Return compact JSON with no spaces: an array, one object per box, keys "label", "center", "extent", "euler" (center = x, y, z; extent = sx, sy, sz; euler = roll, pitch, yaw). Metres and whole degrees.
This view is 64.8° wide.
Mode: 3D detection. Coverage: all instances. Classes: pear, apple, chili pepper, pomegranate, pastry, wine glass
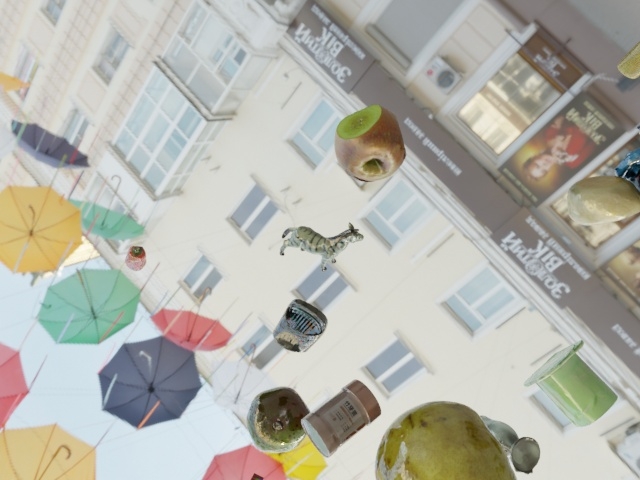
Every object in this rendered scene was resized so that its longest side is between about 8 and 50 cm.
[{"label":"pear","center":[0.258,0.512,1.078],"extent":[0.304,0.304,0.304],"euler":[31,-150,-21]},{"label":"apple","center":[0.100,-0.209,1.072],"extent":[0.163,0.147,0.147],"euler":[56,-157,-58]},{"label":"chili pepper","center":[-0.525,0.051,1.440],"extent":[0.059,0.191,0.050],"euler":[12,-115,-20]},{"label":"pomegranate","center":[-0.116,0.490,1.395],"extent":[0.180,0.180,0.209],"euler":[43,165,1]},{"label":"pastry","center":[0.645,-0.093,1.152],"extent":[0.156,0.157,0.092],"euler":[-61,-43,-61]},{"label":"wine glass","center":[0.531,0.585,1.468],"extent":[0.103,0.103,0.222],"euler":[37,171,-11]}]

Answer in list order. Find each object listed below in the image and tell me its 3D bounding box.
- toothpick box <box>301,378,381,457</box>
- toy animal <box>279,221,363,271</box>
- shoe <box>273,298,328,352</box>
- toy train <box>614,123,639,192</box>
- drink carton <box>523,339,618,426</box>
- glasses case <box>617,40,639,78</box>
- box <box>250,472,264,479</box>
[{"label":"toothpick box","center":[0.045,0.384,1.095],"extent":[0.149,0.098,0.098],"euler":[-30,-109,-25]},{"label":"toy animal","center":[-0.001,0.004,1.360],"extent":[0.217,0.176,0.073],"euler":[18,-132,6]},{"label":"shoe","center":[-0.063,0.232,1.217],"extent":[0.108,0.241,0.093],"euler":[31,-126,-1]},{"label":"toy train","center":[0.819,-0.196,1.092],"extent":[0.300,0.265,0.188],"euler":[77,166,-56]},{"label":"drink carton","center":[0.576,0.336,1.152],"extent":[0.144,0.146,0.142],"euler":[-33,-108,-18]},{"label":"glasses case","center":[0.937,-0.548,1.397],"extent":[0.079,0.234,0.064],"euler":[37,-124,-1]},{"label":"box","center":[-0.126,0.477,0.936],"extent":[0.023,0.082,0.051],"euler":[20,-139,16]}]
